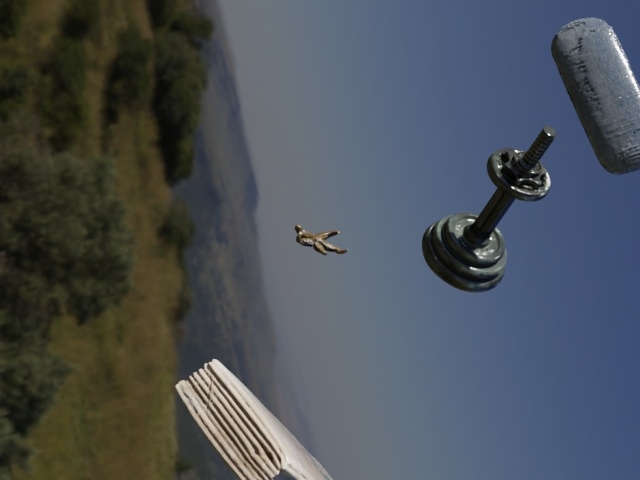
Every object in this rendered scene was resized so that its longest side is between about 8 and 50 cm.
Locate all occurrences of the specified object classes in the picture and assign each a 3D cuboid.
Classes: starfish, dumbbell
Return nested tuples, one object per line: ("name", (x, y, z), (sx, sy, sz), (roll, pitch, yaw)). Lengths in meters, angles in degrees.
("starfish", (0.000, 0.000, 1.772), (0.078, 0.091, 0.028), (-65, -179, -62))
("dumbbell", (0.204, -0.038, 1.319), (0.255, 0.110, 0.110), (118, -35, -44))

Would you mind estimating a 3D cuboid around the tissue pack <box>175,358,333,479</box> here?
("tissue pack", (-0.039, 0.271, 1.307), (0.170, 0.071, 0.325), (49, -6, 38))

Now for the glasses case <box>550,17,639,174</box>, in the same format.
("glasses case", (0.466, -0.239, 1.851), (0.067, 0.109, 0.283), (52, 18, -68))
